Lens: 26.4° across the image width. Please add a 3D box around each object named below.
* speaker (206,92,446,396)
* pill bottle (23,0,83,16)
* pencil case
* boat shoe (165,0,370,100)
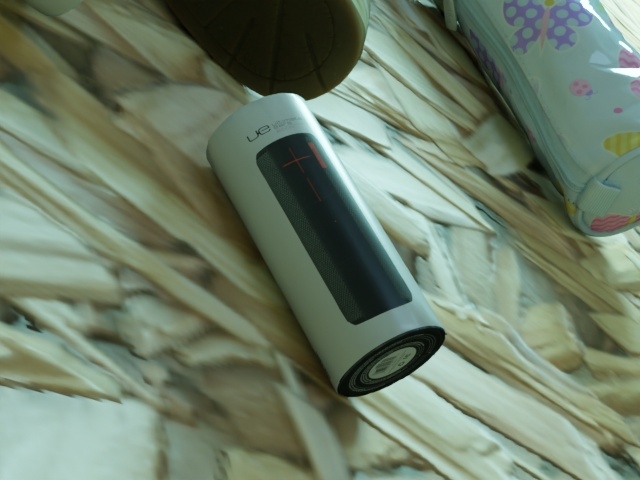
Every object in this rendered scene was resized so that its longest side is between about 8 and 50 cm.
[{"bbox_3d":[0.000,0.000,0.616,0.055,0.055,0.136,10,44,-54],"label":"speaker"},{"bbox_3d":[-0.169,-0.192,0.535,0.221,0.121,0.121,34,27,-29],"label":"pill bottle"},{"bbox_3d":[0.187,-0.134,1.064,0.124,0.113,0.273,5,47,-44],"label":"pencil case"},{"bbox_3d":[-0.080,-0.211,0.726,0.302,0.109,0.098,48,29,-15],"label":"boat shoe"}]
